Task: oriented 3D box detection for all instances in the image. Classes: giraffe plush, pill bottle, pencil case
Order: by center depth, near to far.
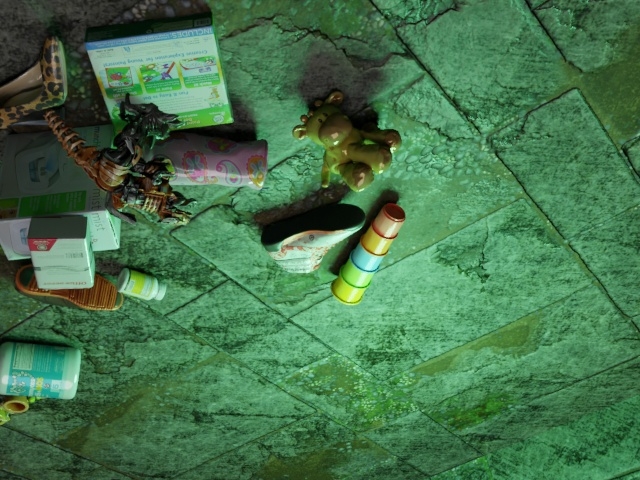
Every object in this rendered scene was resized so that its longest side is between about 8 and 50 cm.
[{"bbox_3d":[0.044,-0.225,1.815,0.210,0.181,0.170,3,142,45],"label":"giraffe plush"},{"bbox_3d":[-0.252,-0.172,1.832,0.284,0.124,0.124,3,138,-15],"label":"pencil case"},{"bbox_3d":[-0.462,0.117,2.170,0.116,0.065,0.065,21,131,-29],"label":"pill bottle"},{"bbox_3d":[-0.808,0.359,2.330,0.264,0.146,0.146,8,137,-18],"label":"pill bottle"}]

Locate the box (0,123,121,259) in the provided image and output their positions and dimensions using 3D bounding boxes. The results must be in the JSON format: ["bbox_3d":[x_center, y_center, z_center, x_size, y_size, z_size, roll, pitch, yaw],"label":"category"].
[{"bbox_3d":[-0.537,-0.102,1.755,0.231,0.261,0.126,-6,139,-1],"label":"box"}]

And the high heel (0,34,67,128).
[{"bbox_3d":[-0.590,-0.306,1.632,0.186,0.093,0.261,0,148,-19],"label":"high heel"}]

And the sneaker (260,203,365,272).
[{"bbox_3d":[-0.001,-0.001,2.096,0.270,0.090,0.145,-15,140,13],"label":"sneaker"}]

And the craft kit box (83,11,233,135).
[{"bbox_3d":[-0.317,-0.328,1.691,0.250,0.060,0.246,-7,137,-1],"label":"craft kit box"}]

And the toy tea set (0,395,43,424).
[{"bbox_3d":[-0.937,0.481,2.466,0.336,0.124,0.200,-32,134,25],"label":"toy tea set"}]

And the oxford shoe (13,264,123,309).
[{"bbox_3d":[-0.644,0.126,2.149,0.272,0.096,0.098,18,153,-22],"label":"oxford shoe"}]

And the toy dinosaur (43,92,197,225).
[{"bbox_3d":[-0.375,-0.158,1.636,0.164,0.218,0.322,12,159,47],"label":"toy dinosaur"}]

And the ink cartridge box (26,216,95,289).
[{"bbox_3d":[-0.508,0.025,1.657,0.109,0.063,0.150,-1,138,-9],"label":"ink cartridge box"}]

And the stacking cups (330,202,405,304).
[{"bbox_3d":[0.123,0.037,2.152,0.096,0.096,0.316,9,137,-19],"label":"stacking cups"}]
